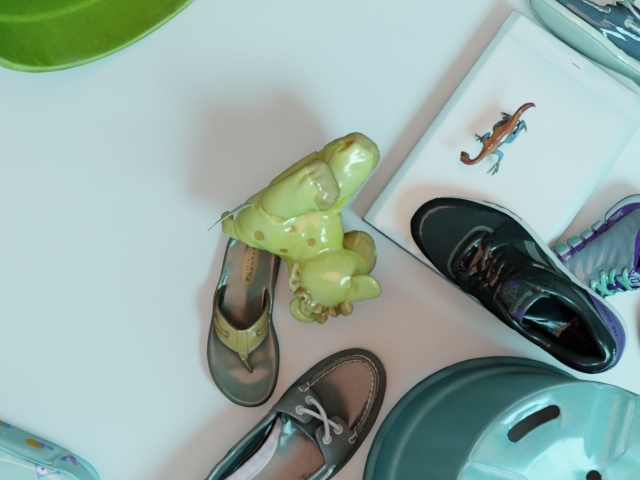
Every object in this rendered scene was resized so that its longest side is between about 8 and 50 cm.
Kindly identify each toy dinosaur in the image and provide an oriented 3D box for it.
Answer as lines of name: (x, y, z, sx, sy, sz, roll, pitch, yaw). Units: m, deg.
toy dinosaur: (0.197, -0.119, 1.522, 0.047, 0.090, 0.082, 40, 57, 19)

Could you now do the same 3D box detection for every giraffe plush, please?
giraffe plush: (0.000, 0.000, 1.508, 0.210, 0.181, 0.170, -35, 97, -16)

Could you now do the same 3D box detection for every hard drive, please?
hard drive: (0.221, -0.091, 1.572, 0.203, 0.040, 0.307, 36, 88, 4)

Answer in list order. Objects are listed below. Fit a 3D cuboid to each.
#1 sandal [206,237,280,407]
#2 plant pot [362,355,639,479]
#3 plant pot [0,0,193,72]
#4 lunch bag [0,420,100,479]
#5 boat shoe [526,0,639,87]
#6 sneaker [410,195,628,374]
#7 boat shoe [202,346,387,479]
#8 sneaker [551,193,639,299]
sandal: (-0.086, 0.087, 1.564, 0.090, 0.060, 0.219, 8, 87, 3)
plant pot: (0.233, 0.280, 1.380, 0.341, 0.334, 0.341, 1, 81, -6)
plant pot: (-0.314, -0.441, 1.484, 0.366, 0.366, 0.353, -36, 74, 0)
lunch bag: (-0.415, 0.321, 1.541, 0.279, 0.108, 0.224, 20, 93, 5)
boat shoe: (0.361, -0.239, 1.546, 0.254, 0.095, 0.079, 32, 90, 2)
sneaker: (0.217, 0.042, 1.462, 0.283, 0.124, 0.107, 36, 101, 13)
boat shoe: (-0.046, 0.260, 1.535, 0.112, 0.095, 0.335, 45, 90, 4)
sneaker: (0.320, 0.040, 1.521, 0.224, 0.098, 0.083, -42, 126, 0)
